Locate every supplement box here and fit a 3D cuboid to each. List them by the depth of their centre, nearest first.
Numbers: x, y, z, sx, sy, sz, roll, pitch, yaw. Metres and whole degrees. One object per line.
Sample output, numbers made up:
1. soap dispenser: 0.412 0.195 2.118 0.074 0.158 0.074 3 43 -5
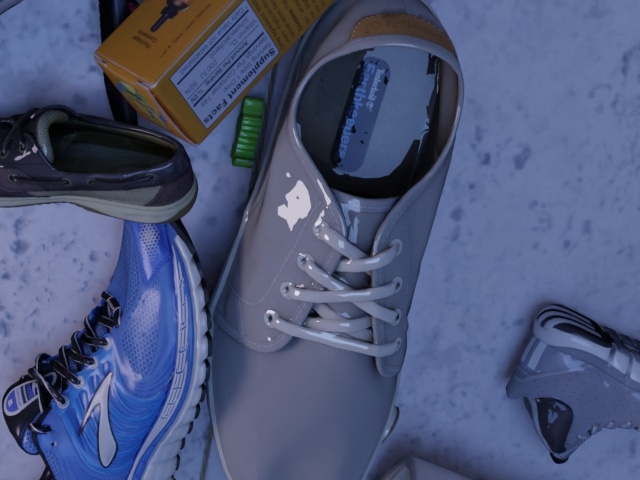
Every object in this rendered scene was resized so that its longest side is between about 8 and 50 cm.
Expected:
1. supplement box: -0.054 -0.183 0.956 0.233 0.078 0.080 -46 138 -13

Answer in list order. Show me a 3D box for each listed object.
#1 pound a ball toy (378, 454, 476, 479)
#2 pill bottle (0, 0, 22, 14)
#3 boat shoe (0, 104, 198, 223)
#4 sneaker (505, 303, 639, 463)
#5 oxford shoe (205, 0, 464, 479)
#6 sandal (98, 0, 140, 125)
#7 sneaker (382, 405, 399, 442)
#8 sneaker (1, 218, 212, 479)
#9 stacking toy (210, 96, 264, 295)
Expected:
1. pound a ball toy: 0.128 0.315 1.190 0.319 0.136 0.208 24 126 -17
2. pill bottle: -0.392 -0.168 0.860 0.361 0.204 0.204 -31 112 -2
3. boat shoe: -0.203 -0.069 0.974 0.223 0.080 0.073 10 142 3
4. sneaker: 0.272 0.159 1.186 0.229 0.086 0.132 26 105 -9
5. oxford shoe: 0.009 0.025 1.001 0.169 0.130 0.449 10 103 -14
6. sandal: -0.145 -0.162 0.993 0.040 0.067 0.179 -8 107 -22
7. sneaker: -0.026 0.189 1.137 0.192 0.064 0.086 -45 104 4
8. sneaker: -0.178 0.121 1.043 0.147 0.130 0.330 9 106 -18
9. stacking toy: 0.000 0.000 1.083 0.167 0.052 0.221 6 106 -14
